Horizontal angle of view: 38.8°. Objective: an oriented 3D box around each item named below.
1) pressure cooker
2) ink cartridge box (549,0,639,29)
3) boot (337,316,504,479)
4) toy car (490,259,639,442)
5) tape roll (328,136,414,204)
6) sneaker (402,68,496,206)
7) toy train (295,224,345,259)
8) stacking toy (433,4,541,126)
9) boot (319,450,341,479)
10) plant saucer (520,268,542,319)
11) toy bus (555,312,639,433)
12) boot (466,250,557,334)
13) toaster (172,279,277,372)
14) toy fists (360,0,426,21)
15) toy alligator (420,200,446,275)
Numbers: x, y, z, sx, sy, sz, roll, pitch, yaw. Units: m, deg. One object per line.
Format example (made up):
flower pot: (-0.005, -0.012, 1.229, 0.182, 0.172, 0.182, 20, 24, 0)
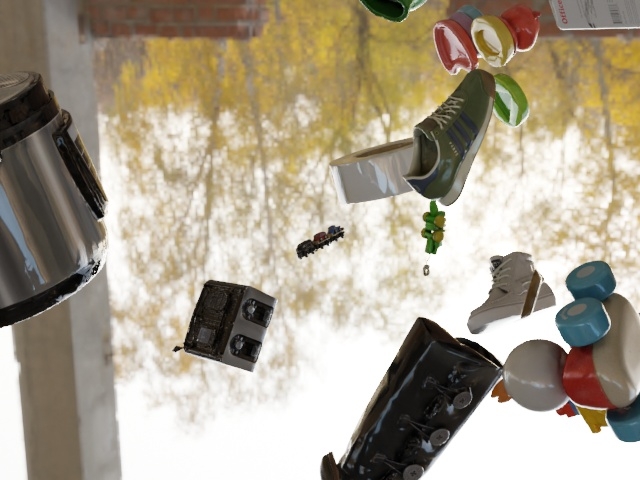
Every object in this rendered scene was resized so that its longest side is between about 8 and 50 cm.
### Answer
pressure cooker: (-0.575, -0.099, 1.486, 0.370, 0.420, 0.375, -6, -154, 22)
ink cartridge box: (0.412, -0.370, 1.324, 0.151, 0.109, 0.063, 13, -130, 46)
boot: (0.208, 0.394, 1.722, 0.367, 0.445, 0.146, 24, -173, -40)
toy car: (0.367, 0.186, 1.394, 0.238, 0.219, 0.210, -20, -161, 32)
tape roll: (0.165, -0.171, 2.156, 0.286, 0.100, 0.286, -14, -169, 3)
sneaker: (0.167, -0.146, 1.209, 0.086, 0.192, 0.064, 18, 180, -30)
toy train: (0.000, 0.000, 1.877, 0.027, 0.036, 0.158, -20, -176, 40)
stacking toy: (0.417, -0.425, 2.134, 0.130, 0.279, 0.309, -32, -156, -13)
boot: (-0.011, 0.472, 1.550, 0.106, 0.219, 0.082, -4, 179, 2)
plant saucer: (0.328, 0.086, 1.409, 0.015, 0.083, 0.083, 16, -162, 15)
toy bus: (0.527, 0.248, 1.646, 0.211, 0.149, 0.220, -27, -171, 40)
boot: (0.321, 0.088, 1.618, 0.095, 0.123, 0.258, -33, 163, 36)
toaster: (-0.192, 0.176, 1.876, 0.110, 0.168, 0.186, 28, 165, -38)
toy fists: (0.075, -0.504, 1.669, 0.279, 0.142, 0.096, 26, 155, 11)
toy alligator: (0.277, -0.007, 2.191, 0.051, 0.189, 0.056, -6, -165, -34)
